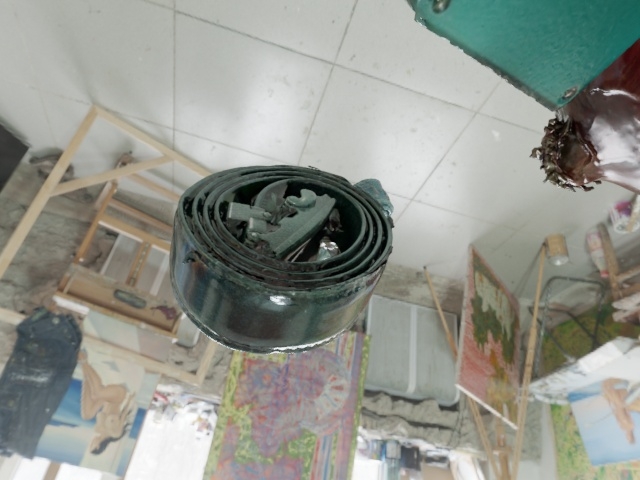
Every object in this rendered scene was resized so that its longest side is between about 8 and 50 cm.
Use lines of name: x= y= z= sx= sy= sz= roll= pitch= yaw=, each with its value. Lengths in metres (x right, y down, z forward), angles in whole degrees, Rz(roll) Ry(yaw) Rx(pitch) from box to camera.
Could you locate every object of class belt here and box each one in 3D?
belt: x=-0.032 y=0.006 z=0.492 sx=0.206 sy=0.267 sz=0.116 roll=34 pitch=126 yaw=20
belt: x=0.000 y=0.000 z=0.835 sx=0.302 sy=0.072 sz=0.087 roll=-38 pitch=155 yaw=24

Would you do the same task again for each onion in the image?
onion: x=0.392 y=-0.160 z=0.553 sx=0.285 sy=0.347 sz=0.348 roll=-38 pitch=127 yaw=20

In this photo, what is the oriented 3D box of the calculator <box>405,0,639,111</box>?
calculator: x=0.208 y=-0.237 z=0.319 sx=0.248 sy=0.058 sz=0.274 roll=7 pitch=137 yaw=-35
